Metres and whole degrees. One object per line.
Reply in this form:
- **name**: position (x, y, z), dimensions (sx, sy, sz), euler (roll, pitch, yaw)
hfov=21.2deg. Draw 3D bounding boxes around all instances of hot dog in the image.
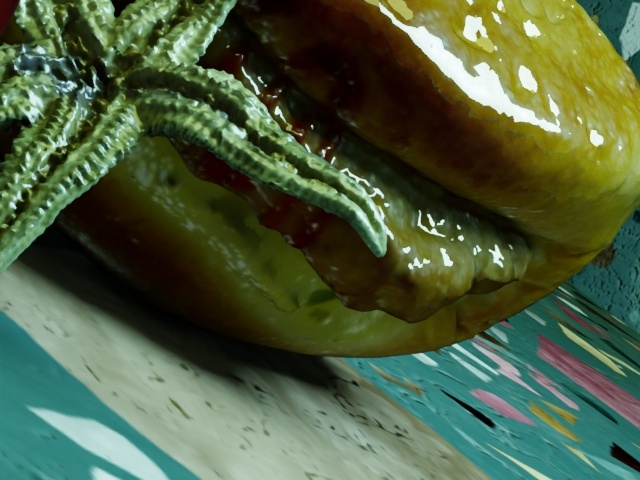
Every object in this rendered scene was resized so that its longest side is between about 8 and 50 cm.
- **hot dog**: position (-0.035, -0.107, 0.751), dimensions (0.405, 0.185, 0.223), euler (51, 38, -9)

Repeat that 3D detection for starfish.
- **starfish**: position (-0.068, -0.054, 0.594), dimensions (0.217, 0.223, 0.050), euler (35, -25, 19)

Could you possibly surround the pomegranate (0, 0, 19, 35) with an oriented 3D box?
- **pomegranate**: position (-0.178, -0.114, 0.426), dimensions (0.235, 0.210, 0.210), euler (10, 19, -31)
